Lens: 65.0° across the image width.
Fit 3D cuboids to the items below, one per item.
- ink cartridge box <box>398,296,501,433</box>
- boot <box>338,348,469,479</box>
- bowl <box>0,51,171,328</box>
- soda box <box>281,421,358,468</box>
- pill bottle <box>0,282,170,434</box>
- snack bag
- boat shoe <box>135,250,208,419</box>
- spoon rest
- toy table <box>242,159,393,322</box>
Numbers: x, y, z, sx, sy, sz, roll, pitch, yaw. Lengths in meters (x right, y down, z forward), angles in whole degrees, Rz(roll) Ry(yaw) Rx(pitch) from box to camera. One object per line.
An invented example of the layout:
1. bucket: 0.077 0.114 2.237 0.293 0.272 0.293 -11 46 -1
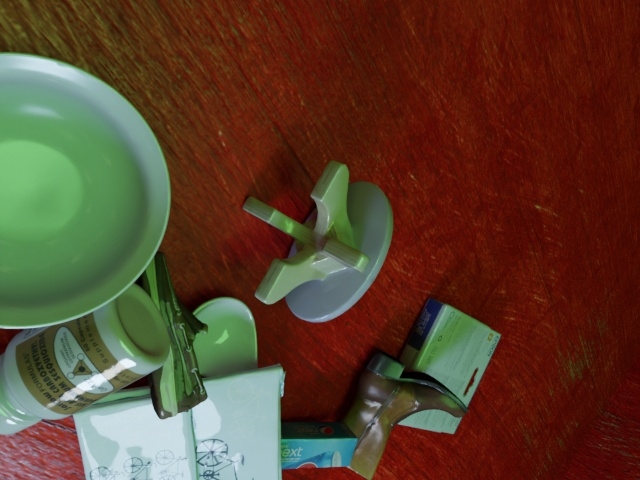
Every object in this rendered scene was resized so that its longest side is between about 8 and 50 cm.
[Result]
1. ink cartridge box: 0.325 0.346 1.349 0.330 0.071 0.324 29 87 -43
2. boot: 0.174 0.434 1.168 0.264 0.096 0.280 28 89 -8
3. bowl: -0.342 -0.055 0.595 0.297 0.134 0.298 -3 96 -30
4. soda box: -0.030 0.434 1.069 0.210 0.067 0.071 12 99 -28
5. pill bottle: -0.330 0.158 0.663 0.229 0.131 0.131 -29 127 6
6. snack bag: -0.222 0.382 0.875 0.342 0.037 0.323 -5 111 -18
7. boat shoe: -0.226 0.139 0.784 0.095 0.095 0.258 -8 97 -28
8. spoon rest: -0.159 0.220 0.901 0.137 0.084 0.276 -33 125 -26
9. toy table: 0.000 0.000 0.863 0.161 0.252 0.274 33 74 -58
